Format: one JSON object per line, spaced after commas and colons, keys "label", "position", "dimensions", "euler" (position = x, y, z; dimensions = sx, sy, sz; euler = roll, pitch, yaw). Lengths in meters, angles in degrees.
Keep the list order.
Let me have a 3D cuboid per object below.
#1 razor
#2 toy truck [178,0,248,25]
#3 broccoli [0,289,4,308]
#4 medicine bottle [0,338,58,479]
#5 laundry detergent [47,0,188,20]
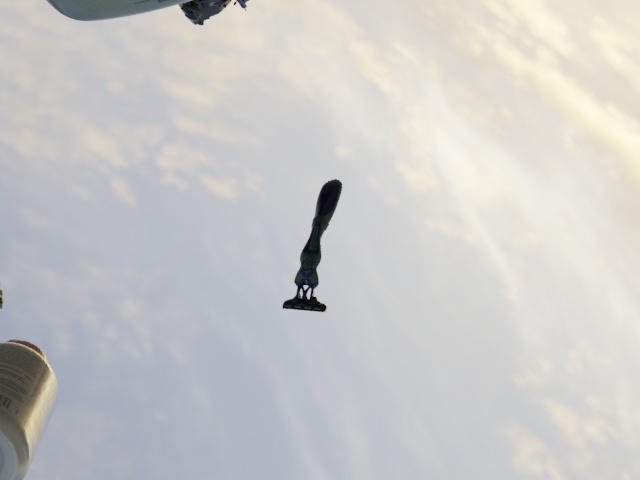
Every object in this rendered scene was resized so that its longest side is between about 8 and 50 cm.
{"label": "razor", "position": [-0.001, -0.002, 1.196], "dimensions": [0.044, 0.028, 0.155], "euler": [5, -120, 16]}
{"label": "toy truck", "position": [-0.108, -0.349, 1.249], "dimensions": [0.161, 0.177, 0.213], "euler": [53, -168, -55]}
{"label": "broccoli", "position": [-0.603, 0.068, 1.730], "dimensions": [0.297, 0.297, 0.297], "euler": [18, -140, -32]}
{"label": "medicine bottle", "position": [-0.474, 0.247, 1.774], "dimensions": [0.157, 0.157, 0.289], "euler": [33, -164, -11]}
{"label": "laundry detergent", "position": [-0.089, -0.239, 0.608], "dimensions": [0.214, 0.280, 0.105], "euler": [-18, -114, -5]}
